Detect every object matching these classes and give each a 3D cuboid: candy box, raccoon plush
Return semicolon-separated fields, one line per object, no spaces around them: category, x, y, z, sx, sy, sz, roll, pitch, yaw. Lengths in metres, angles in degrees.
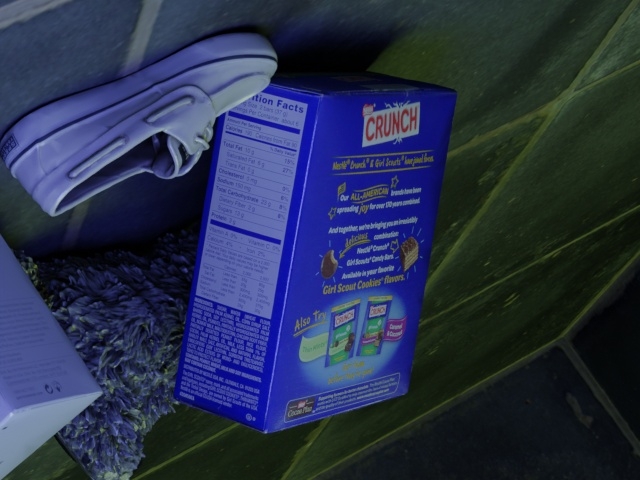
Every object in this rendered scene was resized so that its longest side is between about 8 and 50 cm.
candy box;0.000;0.000;1.865;0.268;0.122;0.317;-7;110;-58
raccoon plush;-0.165;0.055;1.884;0.299;0.216;0.446;-39;167;-11

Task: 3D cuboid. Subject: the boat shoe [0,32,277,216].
boat shoe;-0.136;-0.095;1.648;0.268;0.088;0.096;-23;162;-35

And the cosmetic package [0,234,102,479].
cosmetic package;-0.338;0.101;1.570;0.224;0.224;0.138;-40;167;22
